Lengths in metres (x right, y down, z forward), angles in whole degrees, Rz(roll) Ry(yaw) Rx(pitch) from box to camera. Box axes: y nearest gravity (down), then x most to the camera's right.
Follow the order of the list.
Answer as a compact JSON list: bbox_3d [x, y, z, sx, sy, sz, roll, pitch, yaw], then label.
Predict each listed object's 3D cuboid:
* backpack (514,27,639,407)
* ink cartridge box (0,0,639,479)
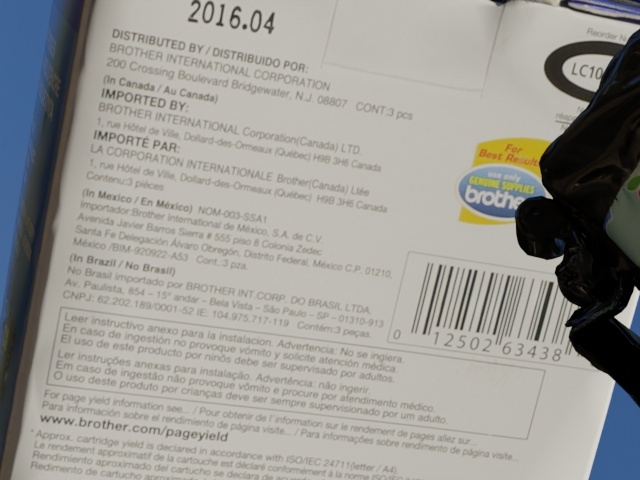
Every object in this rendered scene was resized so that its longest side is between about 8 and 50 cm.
[{"bbox_3d":[0.159,0.013,0.380,0.182,0.152,0.115,51,-44,35],"label":"backpack"},{"bbox_3d":[0.000,0.000,0.708,0.270,0.151,0.395,9,-75,-17],"label":"ink cartridge box"}]
